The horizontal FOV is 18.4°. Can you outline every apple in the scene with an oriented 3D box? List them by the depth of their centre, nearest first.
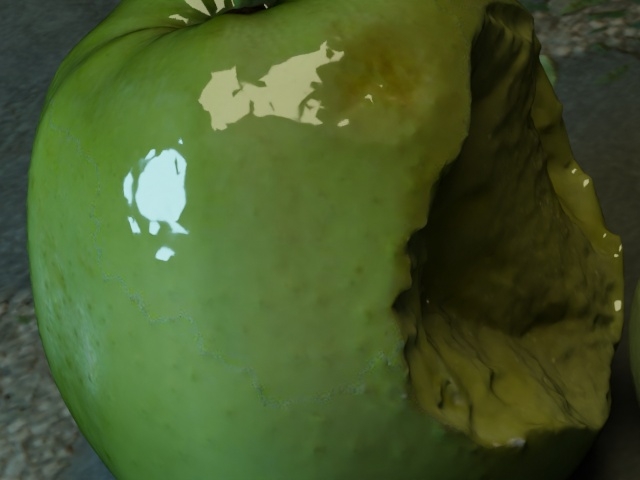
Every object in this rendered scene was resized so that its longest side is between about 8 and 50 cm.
[{"bbox_3d":[0.000,0.000,0.839,0.279,0.279,0.279,-9,37,7],"label":"apple"}]

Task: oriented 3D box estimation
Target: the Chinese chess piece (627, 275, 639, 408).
[{"bbox_3d":[0.226,0.044,0.837,0.188,0.083,0.188,-8,34,6],"label":"Chinese chess piece"}]
